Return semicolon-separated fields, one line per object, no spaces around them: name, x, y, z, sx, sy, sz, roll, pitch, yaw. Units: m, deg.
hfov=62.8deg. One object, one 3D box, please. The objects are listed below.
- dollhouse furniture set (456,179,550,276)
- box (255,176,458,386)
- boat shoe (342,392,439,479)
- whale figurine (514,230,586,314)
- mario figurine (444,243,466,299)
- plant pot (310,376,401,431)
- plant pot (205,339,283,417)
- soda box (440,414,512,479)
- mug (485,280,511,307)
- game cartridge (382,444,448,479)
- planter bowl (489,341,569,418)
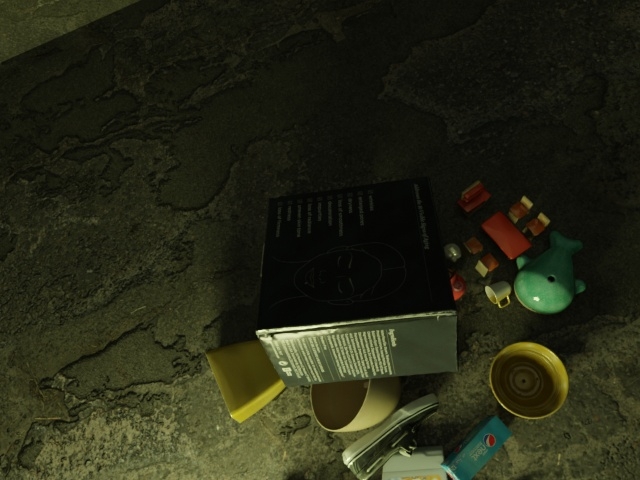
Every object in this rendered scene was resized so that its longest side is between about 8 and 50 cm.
dollhouse furniture set;0.561;-0.058;1.693;0.262;0.135;0.259;-37;69;-2
box;0.103;0.107;1.447;0.472;0.297;0.479;-8;47;10
boat shoe;0.228;0.583;1.539;0.335;0.121;0.119;-33;61;-11
whale figurine;0.713;0.092;1.611;0.216;0.141;0.272;28;79;18
mario figurine;0.319;0.076;1.674;0.321;0.170;0.198;33;115;27
plant pot;0.129;0.436;1.567;0.191;0.284;0.284;22;73;-29
plant pot;-0.223;0.426;1.661;0.187;0.212;0.212;-25;69;-11
soda box;0.448;0.601;1.509;0.210;0.067;0.071;-39;79;-16
mug;0.570;0.165;1.668;0.064;0.078;0.062;-25;36;-7
game cartridge;0.280;0.760;1.525;0.198;0.062;0.297;-7;71;4
planter bowl;0.609;0.414;1.553;0.217;0.090;0.217;-3;71;10
